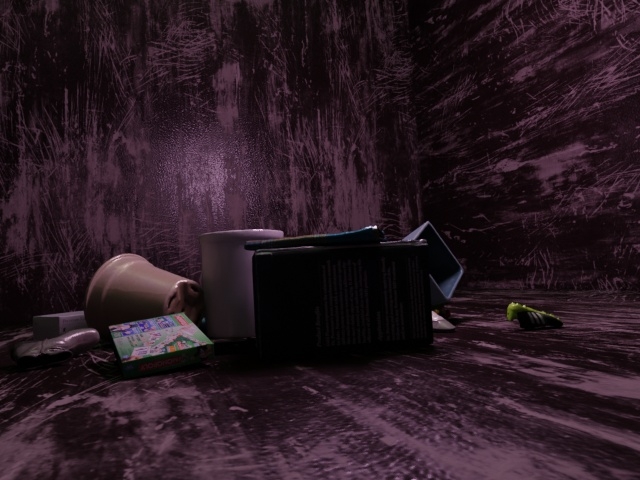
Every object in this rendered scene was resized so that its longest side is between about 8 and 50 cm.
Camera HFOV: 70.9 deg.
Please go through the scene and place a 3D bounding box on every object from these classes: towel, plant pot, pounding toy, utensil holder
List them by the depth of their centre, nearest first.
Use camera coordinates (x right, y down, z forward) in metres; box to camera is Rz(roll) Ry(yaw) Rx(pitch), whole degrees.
[{"bbox_3d":[0.000,0.000,1.308,0.371,0.040,0.271,-5,-4,13],"label":"towel"},{"bbox_3d":[-0.602,0.230,1.625,0.306,0.333,0.334,7,1,24],"label":"plant pot"},{"bbox_3d":[0.349,0.121,1.725,0.252,0.247,0.248,-33,4,38],"label":"plant pot"},{"bbox_3d":[0.413,0.276,1.753,0.237,0.110,0.183,-31,8,-6],"label":"pounding toy"},{"bbox_3d":[-0.297,0.164,1.753,0.328,0.384,0.327,-4,-3,0],"label":"utensil holder"}]

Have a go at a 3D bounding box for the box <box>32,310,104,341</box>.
[{"bbox_3d":[-0.942,0.332,1.691,0.182,0.118,0.181,-6,-4,32],"label":"box"}]

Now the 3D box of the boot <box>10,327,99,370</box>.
[{"bbox_3d":[-0.754,0.325,1.315,0.161,0.083,0.247,2,7,45],"label":"boot"}]

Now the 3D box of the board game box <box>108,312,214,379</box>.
[{"bbox_3d":[-0.435,0.269,1.203,0.214,0.046,0.317,-6,9,-29],"label":"board game box"}]

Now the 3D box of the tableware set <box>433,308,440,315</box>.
[{"bbox_3d":[0.348,0.262,1.596,0.154,0.024,0.104,-5,-47,32],"label":"tableware set"}]

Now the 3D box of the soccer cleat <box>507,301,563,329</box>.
[{"bbox_3d":[0.660,0.246,1.393,0.179,0.072,0.060,18,-6,-3],"label":"soccer cleat"}]

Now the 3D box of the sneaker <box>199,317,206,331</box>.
[{"bbox_3d":[-0.535,0.350,1.808,0.210,0.069,0.082,4,29,12],"label":"sneaker"}]

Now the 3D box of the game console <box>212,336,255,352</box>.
[{"bbox_3d":[-0.373,0.311,1.328,0.362,0.043,0.213,-3,-3,-6],"label":"game console"}]

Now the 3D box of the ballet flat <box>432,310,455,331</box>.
[{"bbox_3d":[0.350,0.265,1.501,0.072,0.068,0.213,0,-5,-40],"label":"ballet flat"}]

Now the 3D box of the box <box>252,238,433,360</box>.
[{"bbox_3d":[0.031,0.164,1.394,0.473,0.297,0.480,-2,-4,-9],"label":"box"}]
